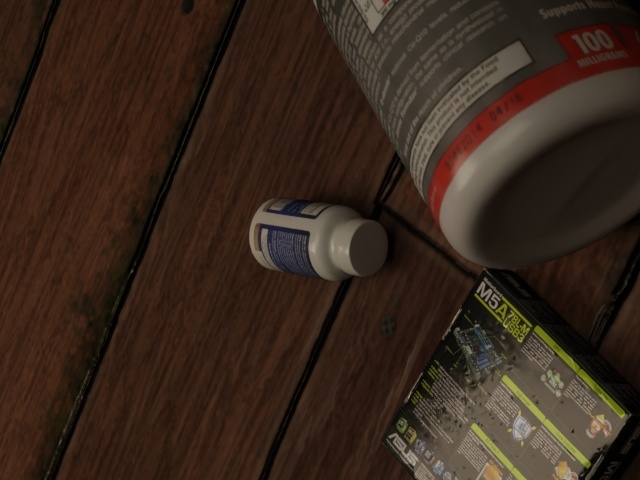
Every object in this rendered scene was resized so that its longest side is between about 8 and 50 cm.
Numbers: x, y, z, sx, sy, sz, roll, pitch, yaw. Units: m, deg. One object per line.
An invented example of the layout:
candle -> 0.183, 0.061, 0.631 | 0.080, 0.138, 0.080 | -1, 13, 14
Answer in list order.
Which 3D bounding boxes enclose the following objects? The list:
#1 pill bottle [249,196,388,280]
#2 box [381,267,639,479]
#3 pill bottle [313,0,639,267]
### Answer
pill bottle -> 0.000, 0.000, 1.636 | 0.120, 0.067, 0.067 | 9, 92, 45
box -> 0.153, 0.149, 1.486 | 0.191, 0.045, 0.184 | 46, 115, 38
pill bottle -> 0.116, -0.176, 1.439 | 0.210, 0.210, 0.363 | -47, 56, 31
